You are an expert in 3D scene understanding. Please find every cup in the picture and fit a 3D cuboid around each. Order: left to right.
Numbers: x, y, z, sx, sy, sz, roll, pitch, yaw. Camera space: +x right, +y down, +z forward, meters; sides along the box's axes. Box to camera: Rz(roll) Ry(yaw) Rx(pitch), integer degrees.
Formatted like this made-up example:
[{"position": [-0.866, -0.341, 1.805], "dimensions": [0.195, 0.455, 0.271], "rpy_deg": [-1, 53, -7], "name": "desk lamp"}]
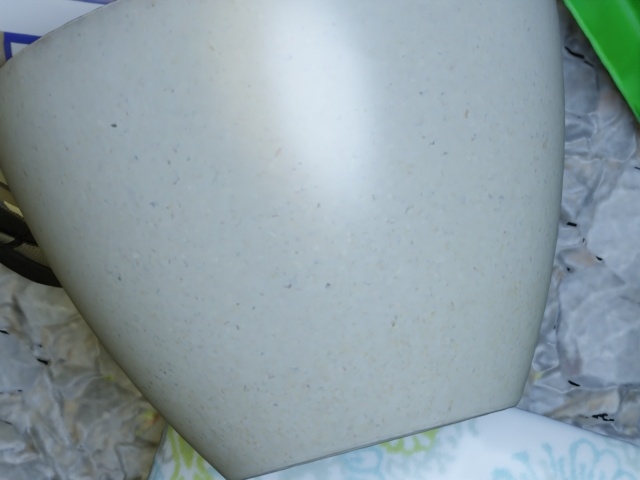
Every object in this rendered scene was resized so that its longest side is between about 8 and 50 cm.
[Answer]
[{"position": [0.000, 0.000, 0.895], "dimensions": [0.331, 0.331, 0.237], "rpy_deg": [-16, 83, 2], "name": "cup"}]

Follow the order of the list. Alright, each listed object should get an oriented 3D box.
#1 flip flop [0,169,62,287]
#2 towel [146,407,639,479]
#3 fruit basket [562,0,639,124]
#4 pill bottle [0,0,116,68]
[{"position": [-0.249, -0.076, 1.037], "dimensions": [0.277, 0.112, 0.080], "rpy_deg": [35, 66, 3], "name": "flip flop"}, {"position": [0.054, 0.251, 0.999], "dimensions": [0.374, 0.090, 0.320], "rpy_deg": [18, 72, 1], "name": "towel"}, {"position": [0.314, -0.038, 0.883], "dimensions": [0.392, 0.283, 0.392], "rpy_deg": [-17, 52, 24], "name": "fruit basket"}, {"position": [-0.118, -0.152, 1.021], "dimensions": [0.186, 0.112, 0.112], "rpy_deg": [8, 91, 2], "name": "pill bottle"}]
